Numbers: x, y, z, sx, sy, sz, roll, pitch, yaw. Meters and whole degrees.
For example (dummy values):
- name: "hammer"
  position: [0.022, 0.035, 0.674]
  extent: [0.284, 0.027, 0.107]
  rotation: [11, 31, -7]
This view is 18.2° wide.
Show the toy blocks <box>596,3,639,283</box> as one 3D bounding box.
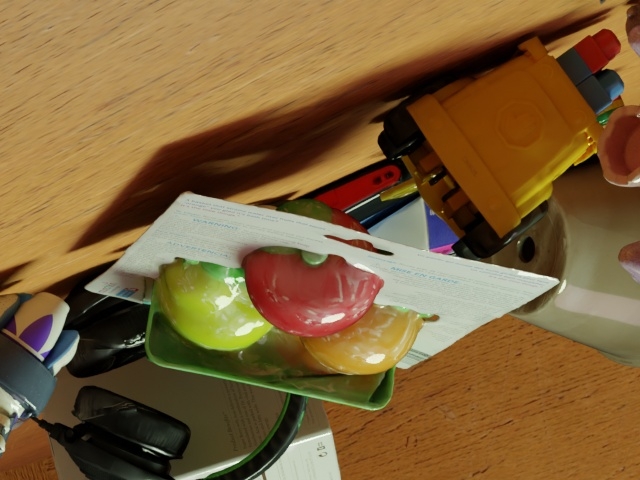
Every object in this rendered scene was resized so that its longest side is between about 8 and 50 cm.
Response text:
- name: "toy blocks"
  position: [0.317, -0.134, 1.538]
  extent: [0.260, 0.309, 0.288]
  rotation: [10, 146, -32]

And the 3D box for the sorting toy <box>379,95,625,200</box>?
- name: "sorting toy"
  position: [0.177, -0.102, 2.037]
  extent: [0.274, 0.046, 0.132]
  rotation: [-18, 173, -35]

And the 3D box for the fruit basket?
- name: "fruit basket"
  position: [-0.011, 0.030, 1.734]
  extent: [0.327, 0.165, 0.353]
  rotation: [13, 156, -15]

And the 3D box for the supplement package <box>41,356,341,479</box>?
- name: "supplement package"
  position: [-0.143, 0.215, 2.201]
  extent: [0.293, 0.177, 0.175]
  rotation: [-16, 150, -4]

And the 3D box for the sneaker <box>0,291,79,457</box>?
- name: "sneaker"
  position: [-0.314, 0.145, 1.778]
  extent: [0.236, 0.130, 0.323]
  rotation: [-52, -166, 6]

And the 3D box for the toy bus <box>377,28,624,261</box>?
- name: "toy bus"
  position: [0.172, -0.098, 1.743]
  extent: [0.211, 0.149, 0.220]
  rotation: [-37, 177, -6]

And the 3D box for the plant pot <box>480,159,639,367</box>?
- name: "plant pot"
  position: [0.385, 0.019, 2.792]
  extent: [0.280, 0.323, 0.323]
  rotation: [3, 160, -34]

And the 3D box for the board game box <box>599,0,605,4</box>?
- name: "board game box"
  position: [0.258, -0.212, 1.451]
  extent: [0.133, 0.033, 0.168]
  rotation: [-20, 174, -16]

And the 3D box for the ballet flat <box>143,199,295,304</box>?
- name: "ballet flat"
  position: [-0.100, 0.002, 1.984]
  extent: [0.213, 0.072, 0.068]
  rotation: [-18, 145, -36]

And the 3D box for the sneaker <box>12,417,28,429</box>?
- name: "sneaker"
  position: [-0.306, 0.138, 2.273]
  extent: [0.111, 0.103, 0.252]
  rotation: [-31, 176, 30]

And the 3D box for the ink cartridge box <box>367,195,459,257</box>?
- name: "ink cartridge box"
  position: [0.082, 0.017, 2.273]
  extent: [0.371, 0.069, 0.175]
  rotation: [-35, 168, 34]

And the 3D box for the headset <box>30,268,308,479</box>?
- name: "headset"
  position: [-0.210, 0.141, 2.010]
  extent: [0.394, 0.243, 0.185]
  rotation: [-5, 173, 5]

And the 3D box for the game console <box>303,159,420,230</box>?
- name: "game console"
  position: [0.000, 0.000, 2.261]
  extent: [0.342, 0.060, 0.386]
  rotation: [-23, 174, 18]
